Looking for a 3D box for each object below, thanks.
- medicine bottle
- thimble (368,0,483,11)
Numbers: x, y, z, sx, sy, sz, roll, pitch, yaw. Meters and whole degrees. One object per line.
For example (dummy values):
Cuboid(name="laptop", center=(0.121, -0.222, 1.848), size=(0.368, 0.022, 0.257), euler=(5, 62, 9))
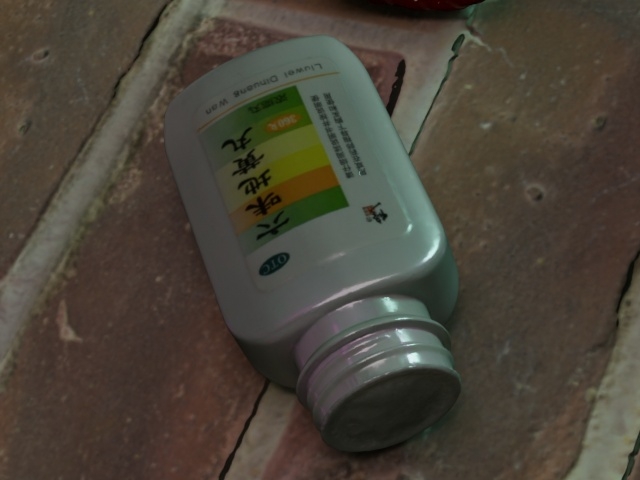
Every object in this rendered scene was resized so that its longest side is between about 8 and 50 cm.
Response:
Cuboid(name="medicine bottle", center=(0.000, 0.000, 1.112), size=(0.179, 0.124, 0.324), euler=(-22, 57, 1))
Cuboid(name="thimble", center=(0.089, -0.287, 1.241), size=(0.189, 0.163, 0.125), euler=(-1, 58, 30))
